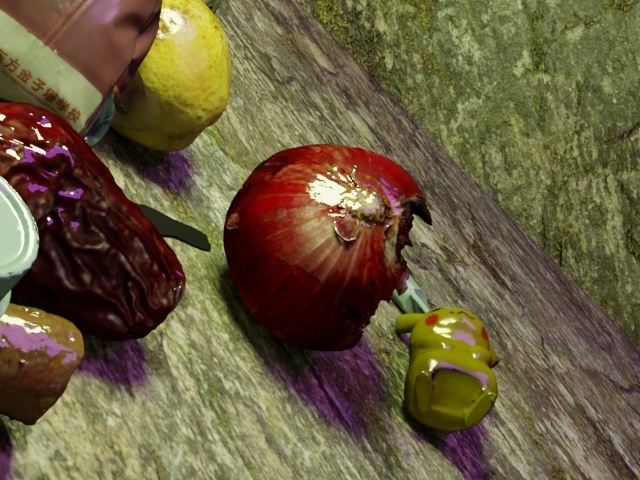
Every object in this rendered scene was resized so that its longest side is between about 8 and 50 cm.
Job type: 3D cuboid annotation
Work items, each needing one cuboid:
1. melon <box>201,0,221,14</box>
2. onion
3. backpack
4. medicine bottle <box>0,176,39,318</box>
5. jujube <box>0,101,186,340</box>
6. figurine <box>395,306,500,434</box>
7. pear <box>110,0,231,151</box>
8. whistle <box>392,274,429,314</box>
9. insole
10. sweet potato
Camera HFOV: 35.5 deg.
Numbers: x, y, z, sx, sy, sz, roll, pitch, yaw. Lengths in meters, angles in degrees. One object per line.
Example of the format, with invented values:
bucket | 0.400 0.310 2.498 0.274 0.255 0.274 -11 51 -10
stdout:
melon | -0.344 -0.553 1.985 0.330 0.268 0.268 38 20 10
onion | 0.001 0.000 1.591 0.341 0.341 0.341 39 23 -20
backpack | -0.382 -0.307 1.444 0.283 0.317 0.197 39 -14 -22
medicine bottle | -0.365 0.071 0.778 0.158 0.318 0.158 38 24 -21
jujube | -0.315 -0.014 1.215 0.342 0.216 0.216 42 21 -27
figurine | 0.243 0.229 1.836 0.218 0.169 0.326 21 31 -2
pear | -0.268 -0.282 1.664 0.271 0.271 0.271 39 23 -20
whistle | 0.123 0.040 2.092 0.312 0.062 0.062 51 22 12
insole | -0.244 -0.023 1.596 0.188 0.004 0.064 24 31 -44
sweet potato | -0.406 0.085 0.958 0.337 0.131 0.131 22 30 -28
